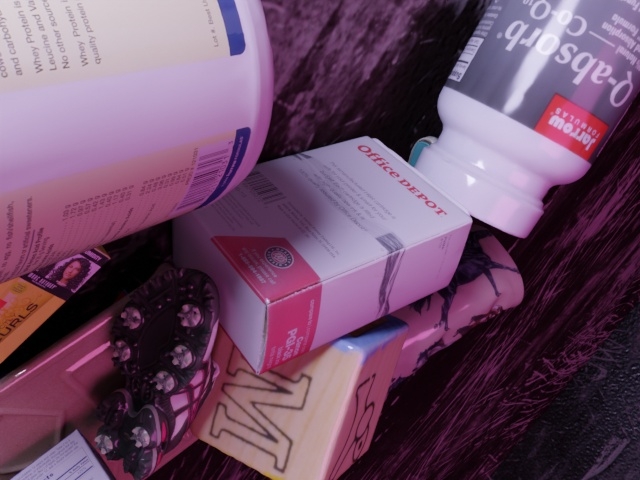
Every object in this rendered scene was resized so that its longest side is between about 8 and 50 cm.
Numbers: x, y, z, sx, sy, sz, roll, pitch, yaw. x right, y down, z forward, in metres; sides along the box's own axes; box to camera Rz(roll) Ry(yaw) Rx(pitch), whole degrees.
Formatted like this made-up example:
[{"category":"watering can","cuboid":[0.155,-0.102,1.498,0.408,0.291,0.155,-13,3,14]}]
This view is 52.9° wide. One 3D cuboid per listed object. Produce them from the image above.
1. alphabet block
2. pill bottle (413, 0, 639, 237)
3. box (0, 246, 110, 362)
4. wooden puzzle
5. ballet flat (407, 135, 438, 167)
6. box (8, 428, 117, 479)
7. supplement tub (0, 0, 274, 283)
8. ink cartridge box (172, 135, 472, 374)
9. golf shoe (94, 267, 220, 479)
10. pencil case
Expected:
[{"category":"alphabet block","cuboid":[-0.023,0.176,0.838,0.192,0.194,0.197,-3,113,-64]},{"category":"pill bottle","cuboid":[0.276,-0.199,0.797,0.210,0.210,0.362,11,112,-49]},{"category":"box","cuboid":[-0.321,0.065,0.617,0.232,0.058,0.087,-43,145,-4]},{"category":"wooden puzzle","cuboid":[-0.278,0.211,0.791,0.348,0.080,0.322,-39,144,-18]},{"category":"ballet flat","cuboid":[0.143,-0.073,0.949,0.052,0.057,0.168,-13,134,-50]},{"category":"box","cuboid":[-0.271,0.301,0.687,0.126,0.137,0.072,-37,144,-20]},{"category":"supplement tub","cuboid":[-0.213,-0.091,0.381,0.325,0.235,0.235,-27,141,-45]},{"category":"ink cartridge box","cuboid":[0.000,0.000,0.746,0.283,0.207,0.117,-19,137,-31]},{"category":"golf shoe","cuboid":[-0.165,0.133,0.711,0.120,0.105,0.272,-27,148,-58]},{"category":"pencil case","cuboid":[0.155,0.135,1.070,0.410,0.160,0.183,-32,151,-18]}]
